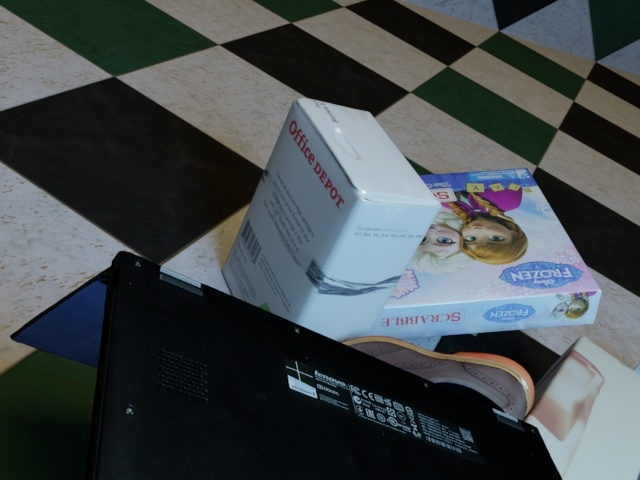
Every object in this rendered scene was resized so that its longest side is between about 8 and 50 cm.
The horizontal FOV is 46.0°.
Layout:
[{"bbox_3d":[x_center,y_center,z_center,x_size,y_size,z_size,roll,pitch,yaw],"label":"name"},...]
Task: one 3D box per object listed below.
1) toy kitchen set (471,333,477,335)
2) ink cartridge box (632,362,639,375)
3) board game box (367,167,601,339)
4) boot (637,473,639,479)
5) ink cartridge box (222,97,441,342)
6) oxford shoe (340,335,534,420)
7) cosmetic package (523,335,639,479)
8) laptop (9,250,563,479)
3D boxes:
[{"bbox_3d":[0.220,0.082,1.128,0.068,0.075,0.083,26,27,1],"label":"toy kitchen set"},{"bbox_3d":[0.470,0.272,0.941,0.100,0.172,0.237,12,35,-26],"label":"ink cartridge box"},{"bbox_3d":[0.200,0.008,1.122,0.319,0.066,0.318,-5,37,-4],"label":"board game box"},{"bbox_3d":[0.383,0.349,0.815,0.091,0.263,0.229,49,-10,-28],"label":"boot"},{"bbox_3d":[0.000,0.000,0.900,0.115,0.273,0.198,4,39,-32],"label":"ink cartridge box"},{"bbox_3d":[0.079,0.158,0.795,0.271,0.097,0.098,-4,6,24],"label":"oxford shoe"},{"bbox_3d":[0.269,0.248,0.854,0.129,0.153,0.296,39,32,17],"label":"cosmetic package"},{"bbox_3d":[-0.027,0.193,0.546,0.382,0.236,0.408,26,27,-26],"label":"laptop"}]
